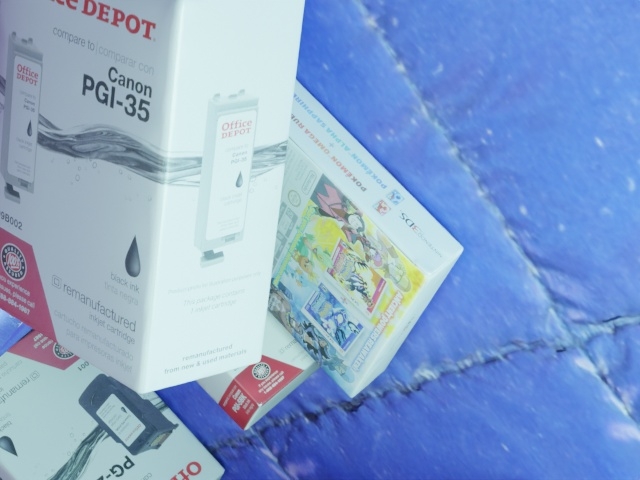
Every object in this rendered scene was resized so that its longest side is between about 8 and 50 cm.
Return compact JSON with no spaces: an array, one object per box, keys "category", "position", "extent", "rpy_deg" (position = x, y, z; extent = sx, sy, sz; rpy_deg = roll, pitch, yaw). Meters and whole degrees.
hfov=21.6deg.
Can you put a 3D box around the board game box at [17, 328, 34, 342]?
[{"category":"board game box","position":[-0.317,0.116,1.738],"extent":[0.026,0.103,0.154],"rpy_deg":[46,148,9]}]

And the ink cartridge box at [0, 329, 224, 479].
[{"category":"ink cartridge box","position":[-0.238,0.210,1.663],"extent":[0.237,0.172,0.100],"rpy_deg":[46,149,9]}]

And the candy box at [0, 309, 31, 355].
[{"category":"candy box","position":[-0.424,0.007,1.592],"extent":[0.268,0.122,0.317],"rpy_deg":[49,161,-16]}]

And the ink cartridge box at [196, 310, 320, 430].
[{"category":"ink cartridge box","position":[-0.068,0.069,1.363],"extent":[0.135,0.099,0.056],"rpy_deg":[45,149,9]}]

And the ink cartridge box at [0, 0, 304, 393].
[{"category":"ink cartridge box","position":[-0.133,-0.066,1.185],"extent":[0.207,0.117,0.283],"rpy_deg":[25,116,40]}]

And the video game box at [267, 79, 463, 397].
[{"category":"video game box","position":[0.000,0.000,1.253],"extent":[0.187,0.048,0.205],"rpy_deg":[48,149,13]}]
